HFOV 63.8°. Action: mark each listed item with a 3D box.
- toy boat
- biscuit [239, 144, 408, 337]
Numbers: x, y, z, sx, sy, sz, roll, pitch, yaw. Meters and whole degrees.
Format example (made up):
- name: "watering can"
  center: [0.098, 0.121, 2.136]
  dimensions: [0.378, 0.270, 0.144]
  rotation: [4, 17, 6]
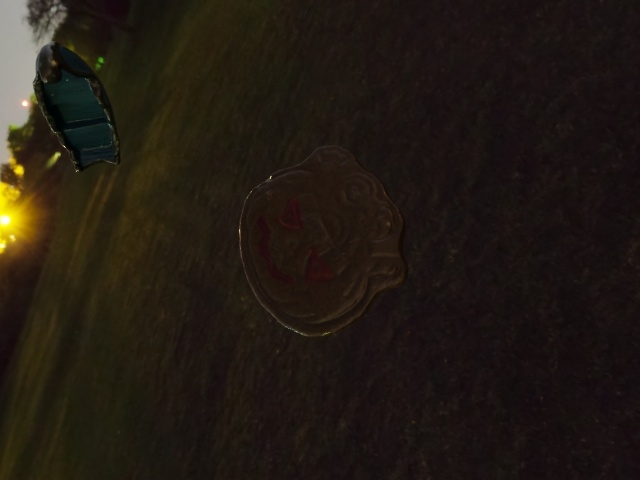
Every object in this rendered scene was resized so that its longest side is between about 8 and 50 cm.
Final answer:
- name: "toy boat"
  center: [-0.290, -0.153, 0.612]
  dimensions: [0.185, 0.075, 0.077]
  rotation: [98, 155, -56]
- name: "biscuit"
  center: [0.000, 0.000, 0.787]
  dimensions: [0.257, 0.049, 0.273]
  rotation: [-30, 73, 7]
